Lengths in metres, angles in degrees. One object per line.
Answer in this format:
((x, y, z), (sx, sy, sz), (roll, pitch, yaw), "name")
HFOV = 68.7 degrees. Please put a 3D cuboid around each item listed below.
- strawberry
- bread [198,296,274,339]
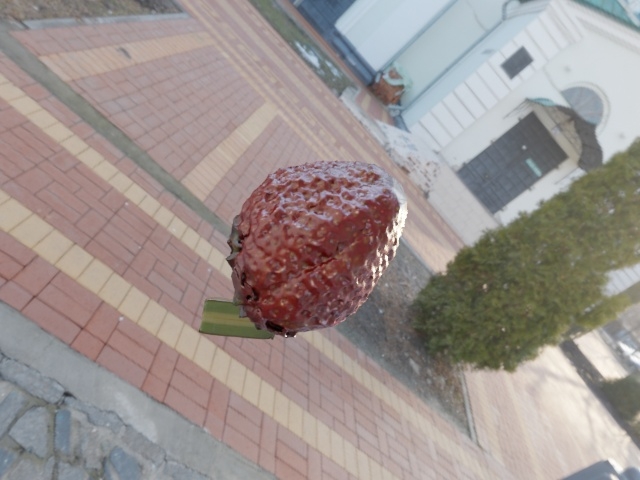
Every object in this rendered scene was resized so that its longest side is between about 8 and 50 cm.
((0.000, 0.000, 0.715), (0.250, 0.288, 0.238), (61, 15, -11), "strawberry")
((-0.162, 0.162, 0.949), (0.139, 0.074, 0.084), (11, -3, 5), "bread")
